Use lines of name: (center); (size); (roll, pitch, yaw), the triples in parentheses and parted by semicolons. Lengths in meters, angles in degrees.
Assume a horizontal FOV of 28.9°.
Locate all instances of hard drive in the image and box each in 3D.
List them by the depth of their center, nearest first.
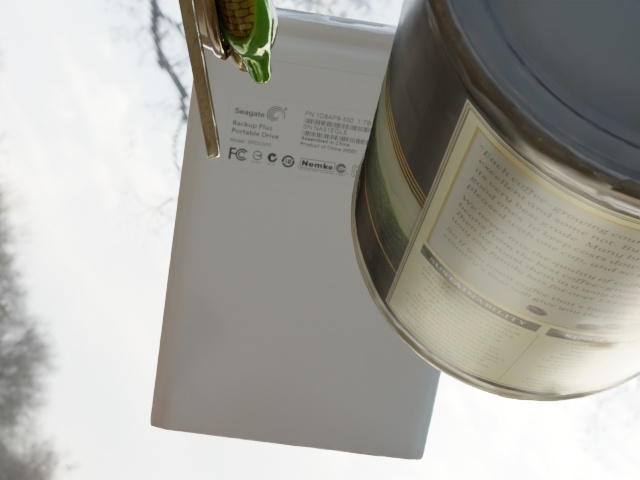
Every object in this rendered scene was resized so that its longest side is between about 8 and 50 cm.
hard drive: (0.000, 0.000, 0.991); (0.047, 0.233, 0.353); (-95, -167, -70)

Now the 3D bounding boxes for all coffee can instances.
coffee can: (0.124, -0.055, 0.548); (0.201, 0.201, 0.275); (49, -16, 13)

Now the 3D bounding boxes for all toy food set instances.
toy food set: (-0.045, -0.147, 0.602); (0.132, 0.038, 0.192); (84, 0, -50)
